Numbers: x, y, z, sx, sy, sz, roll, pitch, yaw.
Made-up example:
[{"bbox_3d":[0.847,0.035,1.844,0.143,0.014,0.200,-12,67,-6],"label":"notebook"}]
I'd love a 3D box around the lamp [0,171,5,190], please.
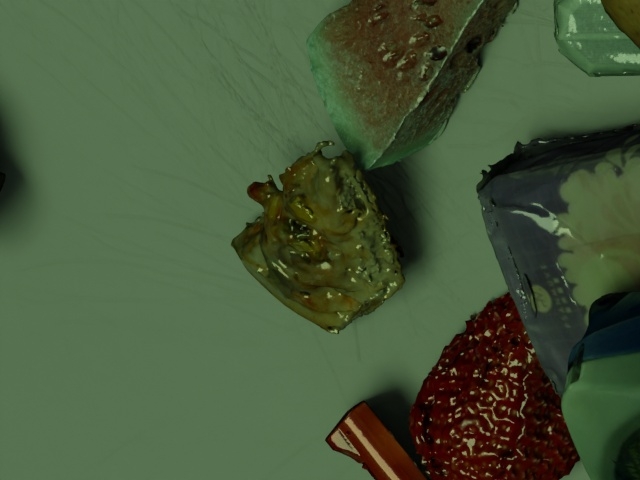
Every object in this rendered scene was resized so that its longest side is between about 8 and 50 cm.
[{"bbox_3d":[-0.510,-0.074,2.043,0.247,0.247,0.247,17,122,29],"label":"lamp"}]

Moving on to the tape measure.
[{"bbox_3d":[0.353,0.173,1.446,0.262,0.138,0.259,-7,133,35],"label":"tape measure"}]

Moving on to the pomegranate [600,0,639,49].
[{"bbox_3d":[0.355,-0.245,1.265,0.322,0.322,0.322,17,122,29],"label":"pomegranate"}]

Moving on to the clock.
[{"bbox_3d":[0.074,0.252,1.853,0.155,0.061,0.113,49,173,4],"label":"clock"}]

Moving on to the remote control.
[{"bbox_3d":[0.316,-0.193,1.480,0.247,0.052,0.104,2,114,33],"label":"remote control"}]

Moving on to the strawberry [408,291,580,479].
[{"bbox_3d":[0.174,0.182,1.744,0.188,0.106,0.286,26,126,22],"label":"strawberry"}]

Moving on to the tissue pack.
[{"bbox_3d":[0.335,0.007,1.517,0.343,0.125,0.242,-11,107,38],"label":"tissue pack"}]

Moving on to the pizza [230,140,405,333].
[{"bbox_3d":[0.000,0.000,1.752,0.189,0.071,0.297,45,151,3],"label":"pizza"}]

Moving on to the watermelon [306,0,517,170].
[{"bbox_3d":[0.098,-0.196,1.630,0.241,0.094,0.154,-42,76,41],"label":"watermelon"}]
